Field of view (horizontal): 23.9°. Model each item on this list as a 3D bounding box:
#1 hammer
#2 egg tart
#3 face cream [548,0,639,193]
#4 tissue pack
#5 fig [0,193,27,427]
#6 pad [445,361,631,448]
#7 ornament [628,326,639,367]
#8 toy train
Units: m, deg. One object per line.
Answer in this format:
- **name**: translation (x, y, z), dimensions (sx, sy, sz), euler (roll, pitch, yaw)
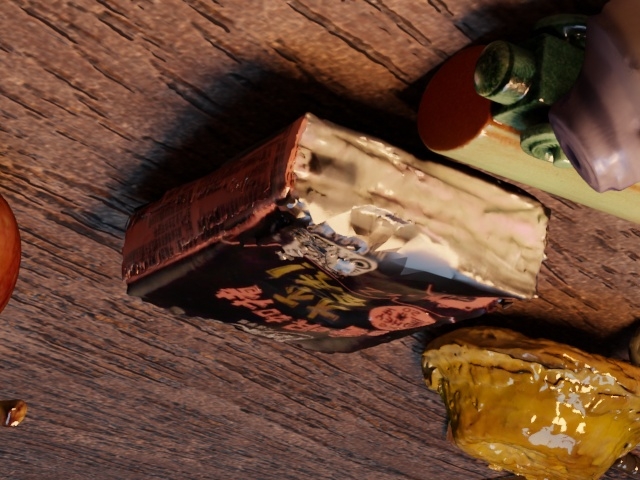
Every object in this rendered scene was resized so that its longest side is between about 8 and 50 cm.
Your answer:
- **hammer**: translation (0.309, 0.331, 2.119), dimensions (0.292, 0.029, 0.058), euler (-17, 148, 35)
- **egg tart**: translation (0.232, 0.188, 1.623), dimensions (0.295, 0.116, 0.295), euler (17, 162, 6)
- **face cream**: translation (0.346, -0.144, 0.955), dimensions (0.420, 0.137, 0.235), euler (-24, 151, 2)
- **tissue pack**: translation (0.000, 0.000, 1.240), dimensions (0.245, 0.123, 0.332), euler (19, 159, -24)
- **fig**: translation (-0.347, 0.047, 1.220), dimensions (0.186, 0.249, 0.204), euler (-29, 141, 32)
- **pad**: translation (0.299, 0.202, 1.850), dimensions (0.284, 0.018, 0.286), euler (-1, 154, 2)
- **ornament**: translation (0.398, 0.130, 1.621), dimensions (0.156, 0.081, 0.075), euler (15, 135, -37)
- **toy train**: translation (0.211, -0.078, 1.145), dimensions (0.285, 0.116, 0.177), euler (16, 162, -31)
